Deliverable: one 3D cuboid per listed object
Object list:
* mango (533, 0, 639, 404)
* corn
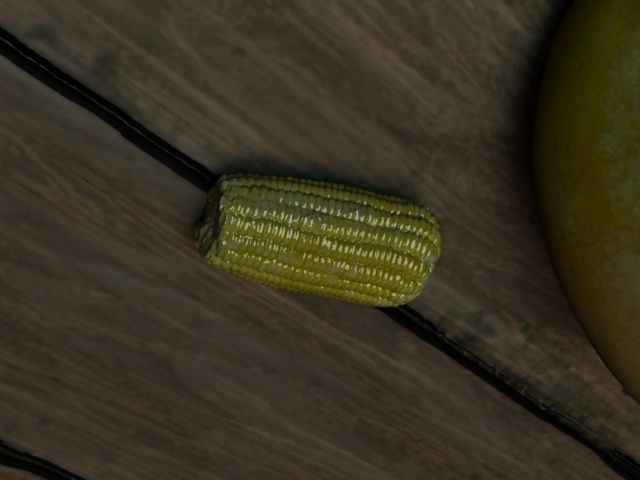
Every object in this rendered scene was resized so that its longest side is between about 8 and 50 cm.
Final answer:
[{"bbox_3d":[0.266,-0.013,0.822,0.222,0.199,0.384,-24,116,4],"label":"mango"},{"bbox_3d":[0.000,0.000,0.805,0.165,0.063,0.085,9,143,-24],"label":"corn"}]
